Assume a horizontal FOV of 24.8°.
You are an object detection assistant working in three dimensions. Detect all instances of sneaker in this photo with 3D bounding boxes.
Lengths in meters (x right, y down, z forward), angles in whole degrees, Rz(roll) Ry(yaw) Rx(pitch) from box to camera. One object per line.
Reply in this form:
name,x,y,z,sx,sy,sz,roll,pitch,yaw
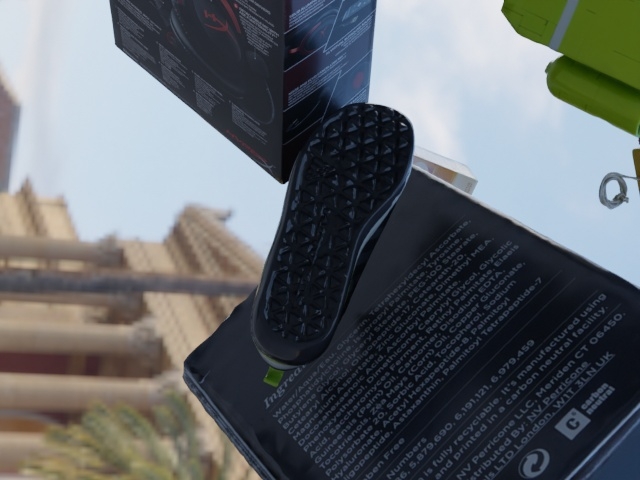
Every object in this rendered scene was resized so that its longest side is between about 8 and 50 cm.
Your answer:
sneaker,0.000,0.000,1.129,0.097,0.084,0.234,106,10,-70

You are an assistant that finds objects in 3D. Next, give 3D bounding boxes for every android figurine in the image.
android figurine,0.253,-0.212,1.143,0.273,0.056,0.248,27,-67,21

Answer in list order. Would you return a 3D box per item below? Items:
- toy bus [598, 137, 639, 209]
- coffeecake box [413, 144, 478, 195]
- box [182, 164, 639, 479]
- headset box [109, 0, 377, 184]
toy bus,0.450,-0.090,1.690,0.104,0.191,0.202,0,-119,59
coffeecake box,0.094,-0.060,1.952,0.068,0.185,0.142,-109,-139,-68
box,0.198,0.234,1.196,0.297,0.480,0.472,-46,-151,-6
headset box,-0.066,-0.216,1.138,0.218,0.110,0.293,40,-25,22
